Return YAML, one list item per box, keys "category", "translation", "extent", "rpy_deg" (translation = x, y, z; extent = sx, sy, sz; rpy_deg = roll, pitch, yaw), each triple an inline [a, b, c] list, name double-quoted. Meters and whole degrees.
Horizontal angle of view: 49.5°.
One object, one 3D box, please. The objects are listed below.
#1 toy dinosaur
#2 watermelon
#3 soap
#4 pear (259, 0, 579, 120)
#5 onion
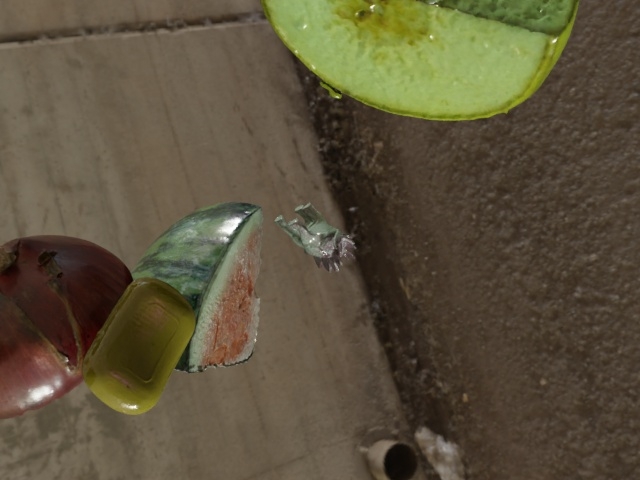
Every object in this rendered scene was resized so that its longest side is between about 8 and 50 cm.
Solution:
- category: "toy dinosaur"
  translation: [0.002, -0.002, 0.750]
  extent: [0.082, 0.039, 0.209]
  rpy_deg: [48, 172, -11]
- category: "watermelon"
  translation: [-0.165, 0.083, 0.992]
  extent: [0.213, 0.261, 0.201]
  rpy_deg: [3, 148, 38]
- category: "soap"
  translation: [-0.181, 0.104, 0.701]
  extent: [0.089, 0.140, 0.045]
  rpy_deg: [40, 143, -22]
- category: "pear"
  translation: [0.130, -0.329, 0.827]
  extent: [0.238, 0.343, 0.317]
  rpy_deg: [93, -163, -68]
- category: "onion"
  translation: [-0.326, 0.084, 0.762]
  extent: [0.248, 0.248, 0.161]
  rpy_deg: [2, 120, 64]
